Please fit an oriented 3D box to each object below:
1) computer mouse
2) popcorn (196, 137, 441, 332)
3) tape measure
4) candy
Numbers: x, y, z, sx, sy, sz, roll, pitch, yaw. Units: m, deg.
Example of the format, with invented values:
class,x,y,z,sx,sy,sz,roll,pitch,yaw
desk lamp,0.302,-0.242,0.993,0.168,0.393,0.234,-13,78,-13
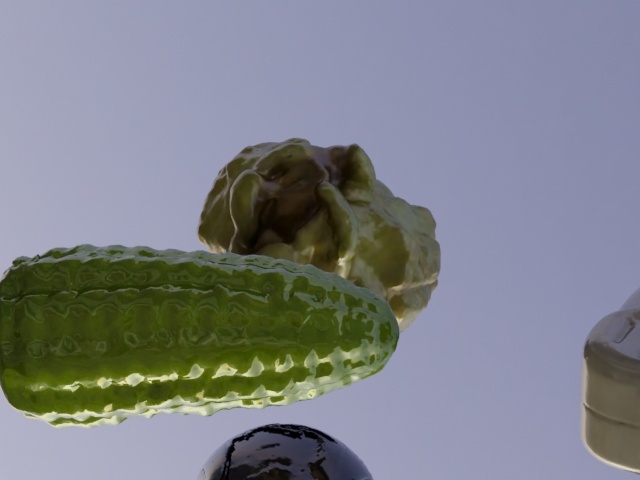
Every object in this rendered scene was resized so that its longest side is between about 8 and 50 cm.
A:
class,x,y,z,sx,sy,sz,roll,pitch,yaw
computer mouse,-0.029,0.218,1.098,0.096,0.137,0.233,83,6,-47
popcorn,0.000,0.000,1.530,0.256,0.255,0.195,33,-89,17
tape measure,0.357,0.124,1.272,0.258,0.265,0.130,11,-64,30
candy,-0.064,0.049,0.800,0.209,0.097,0.097,-1,-92,9
